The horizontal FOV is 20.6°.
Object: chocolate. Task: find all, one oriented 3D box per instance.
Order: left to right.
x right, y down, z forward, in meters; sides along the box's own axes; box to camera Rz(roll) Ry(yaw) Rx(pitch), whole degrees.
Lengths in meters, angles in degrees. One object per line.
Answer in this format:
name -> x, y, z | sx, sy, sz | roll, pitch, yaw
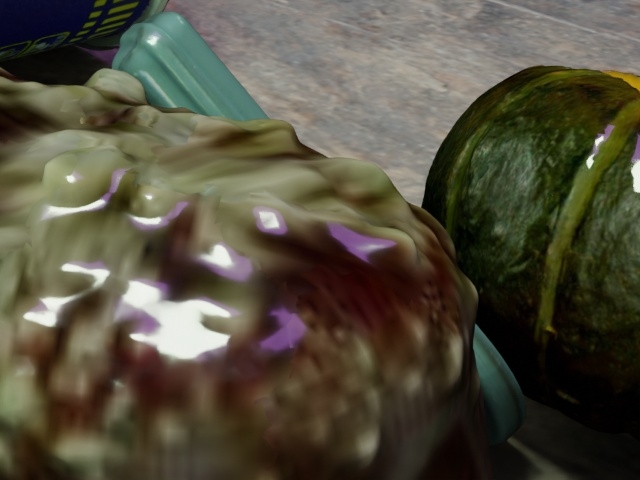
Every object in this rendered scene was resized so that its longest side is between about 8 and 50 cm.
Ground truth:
chocolate -> -0.084, 0.048, 0.634 | 0.340, 0.210, 0.225 | 19, 35, 29

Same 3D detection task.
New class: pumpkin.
pumpkin -> 0.156, 0.011, 0.771 | 0.238, 0.159, 0.238 | 8, 8, -1

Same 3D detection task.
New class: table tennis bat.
table tennis bat -> 0.000, 0.000, 0.737 | 0.038, 0.237, 0.149 | -46, 18, -12

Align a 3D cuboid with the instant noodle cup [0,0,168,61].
instant noodle cup -> -0.284, -0.195, 1.027 | 0.312, 0.284, 0.284 | -27, 40, -35
